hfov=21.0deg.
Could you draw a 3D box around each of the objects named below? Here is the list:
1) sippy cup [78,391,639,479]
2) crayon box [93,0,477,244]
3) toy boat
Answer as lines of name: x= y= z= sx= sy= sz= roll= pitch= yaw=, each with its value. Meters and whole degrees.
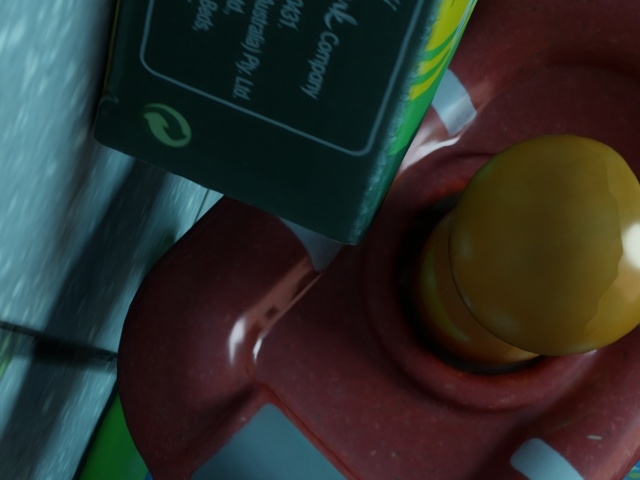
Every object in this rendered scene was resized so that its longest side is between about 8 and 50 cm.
sippy cup: x=0.053 y=0.142 z=0.695 sx=0.305 sy=0.224 sz=0.240 roll=30 pitch=78 yaw=-48
crayon box: x=0.049 y=-0.183 z=0.479 sx=0.203 sy=0.083 sz=0.323 roll=109 pitch=5 yaw=-50
toy boat: x=0.056 y=0.008 z=0.506 sx=0.231 sy=0.151 sz=0.151 roll=-46 pitch=-178 yaw=-16
